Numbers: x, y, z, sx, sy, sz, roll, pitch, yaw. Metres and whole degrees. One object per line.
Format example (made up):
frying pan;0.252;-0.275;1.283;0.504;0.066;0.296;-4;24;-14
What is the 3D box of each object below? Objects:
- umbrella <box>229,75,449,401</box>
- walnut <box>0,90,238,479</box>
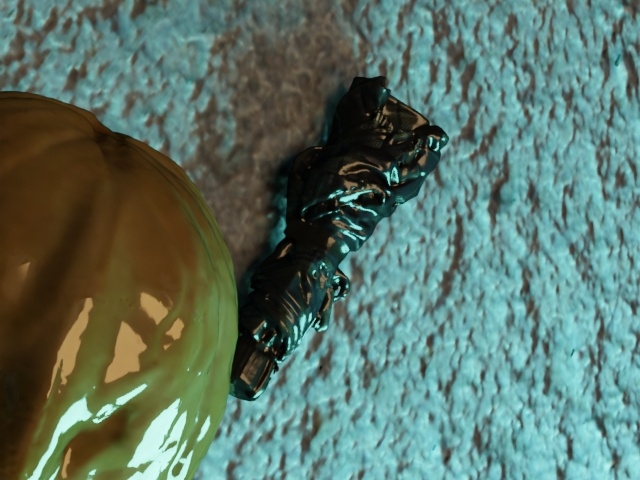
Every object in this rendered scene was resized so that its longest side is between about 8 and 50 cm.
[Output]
umbrella;-0.001;-0.001;1.104;0.080;0.071;0.224;36;71;-9
walnut;-0.155;0.060;0.858;0.225;0.225;0.261;19;95;-43
